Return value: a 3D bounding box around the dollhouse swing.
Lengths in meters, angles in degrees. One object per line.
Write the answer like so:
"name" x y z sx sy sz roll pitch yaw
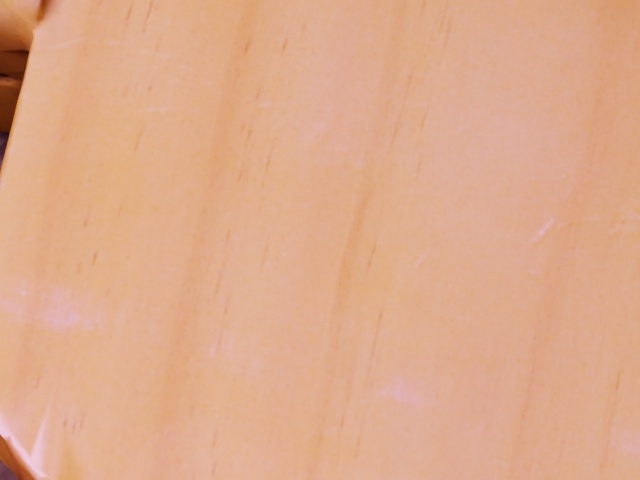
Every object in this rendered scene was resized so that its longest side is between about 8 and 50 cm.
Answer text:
"dollhouse swing" 0.000 0.000 0.868 0.347 0.315 0.304 11 77 -8
